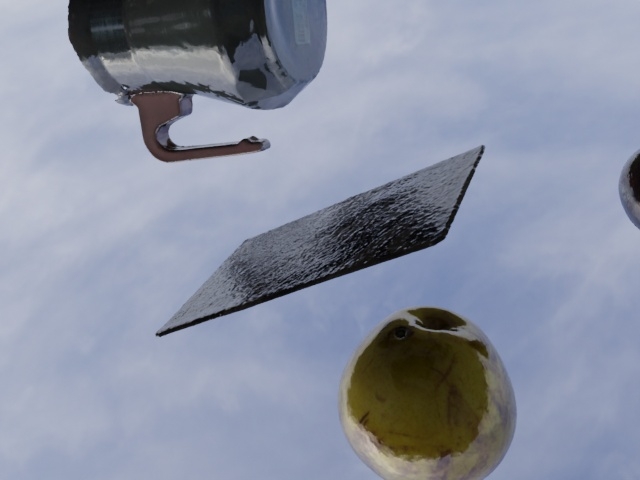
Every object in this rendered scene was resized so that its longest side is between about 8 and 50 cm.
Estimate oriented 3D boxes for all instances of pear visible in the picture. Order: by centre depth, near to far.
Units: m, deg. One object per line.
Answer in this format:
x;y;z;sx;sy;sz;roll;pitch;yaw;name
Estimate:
0.162;0.243;1.090;0.281;0.280;0.280;-11;-137;10;pear

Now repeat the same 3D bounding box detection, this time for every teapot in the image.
-0.193;-0.316;1.135;0.362;0.376;0.305;0;-163;23;teapot

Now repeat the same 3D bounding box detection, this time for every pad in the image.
0.000;0.000;0.719;0.330;0.004;0.220;-21;-162;30;pad

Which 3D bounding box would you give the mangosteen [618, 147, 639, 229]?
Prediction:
0.635;-0.091;1.213;0.216;0.216;0.216;-11;-137;10;mangosteen
